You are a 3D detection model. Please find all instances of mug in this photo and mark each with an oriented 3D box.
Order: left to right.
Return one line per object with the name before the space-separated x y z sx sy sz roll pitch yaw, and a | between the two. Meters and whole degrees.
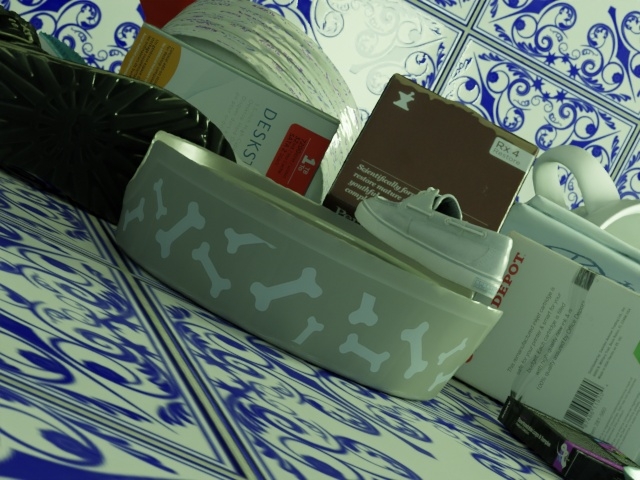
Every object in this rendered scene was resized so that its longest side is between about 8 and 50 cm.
mug | 0.430 0.029 2.624 0.374 0.276 0.328 68 -13 -8

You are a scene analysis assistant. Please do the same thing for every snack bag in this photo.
snack bag | 0.312 0.061 2.076 0.323 0.037 0.342 26 -20 -11

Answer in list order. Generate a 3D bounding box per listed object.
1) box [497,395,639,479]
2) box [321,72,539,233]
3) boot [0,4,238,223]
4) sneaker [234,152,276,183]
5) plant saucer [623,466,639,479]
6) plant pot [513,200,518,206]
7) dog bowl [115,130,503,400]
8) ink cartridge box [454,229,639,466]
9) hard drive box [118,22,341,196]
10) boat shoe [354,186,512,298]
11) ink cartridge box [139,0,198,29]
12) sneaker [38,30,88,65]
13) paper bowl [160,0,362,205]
box | 0.231 0.189 1.471 0.116 0.029 0.162 26 5 -18
box | 0.092 -0.025 1.732 0.168 0.167 0.203 28 -29 2
boot | -0.260 -0.131 1.641 0.348 0.131 0.260 25 4 -21
sneaker | -0.100 -0.061 1.710 0.212 0.080 0.094 37 -14 -7
plant saucer | 0.314 0.238 1.320 0.195 0.037 0.195 26 4 -2
plant pot | 0.219 0.026 2.514 0.187 0.188 0.167 25 -7 -19
dog bowl | -0.018 0.023 1.454 0.349 0.102 0.349 28 4 -2
ink cartridge box | 0.254 0.109 1.695 0.219 0.160 0.092 29 3 22
hard drive box | -0.120 -0.099 1.809 0.232 0.181 0.089 26 4 -1
boat shoe | 0.096 -0.011 1.446 0.066 0.063 0.184 25 5 -32
ink cartridge box | -0.114 -0.150 2.138 0.308 0.091 0.385 29 -19 20
sneaker | -0.282 -0.135 1.950 0.087 0.092 0.228 25 23 -55
paper bowl | -0.103 -0.129 1.979 0.284 0.148 0.284 28 -36 23
